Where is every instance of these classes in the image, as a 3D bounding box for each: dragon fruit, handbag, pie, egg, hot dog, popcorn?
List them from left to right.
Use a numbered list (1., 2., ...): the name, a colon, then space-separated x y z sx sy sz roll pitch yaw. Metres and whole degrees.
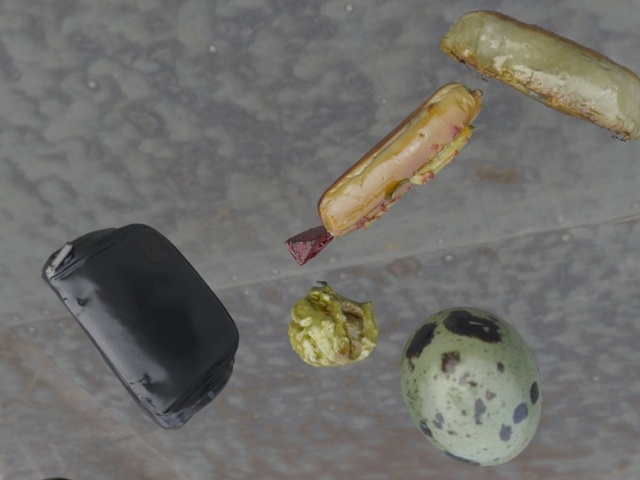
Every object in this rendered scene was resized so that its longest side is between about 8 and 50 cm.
1. handbag: -0.237 0.105 1.052 0.302 0.178 0.275 53 161 -1
2. dragon fruit: 0.001 0.004 1.642 0.097 0.131 0.063 -1 114 50
3. popcorn: 0.032 0.223 1.976 0.249 0.225 0.249 7 179 0
4. hot dog: 0.102 -0.093 0.892 0.250 0.076 0.104 -39 172 0
5. egg: 0.317 0.312 1.565 0.287 0.287 0.379 -12 115 20
6. pie: 0.323 -0.234 1.060 0.315 0.315 0.092 22 103 -17

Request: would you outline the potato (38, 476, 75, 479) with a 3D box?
1. potato: -0.260 0.349 0.682 0.186 0.253 0.148 7 139 5
